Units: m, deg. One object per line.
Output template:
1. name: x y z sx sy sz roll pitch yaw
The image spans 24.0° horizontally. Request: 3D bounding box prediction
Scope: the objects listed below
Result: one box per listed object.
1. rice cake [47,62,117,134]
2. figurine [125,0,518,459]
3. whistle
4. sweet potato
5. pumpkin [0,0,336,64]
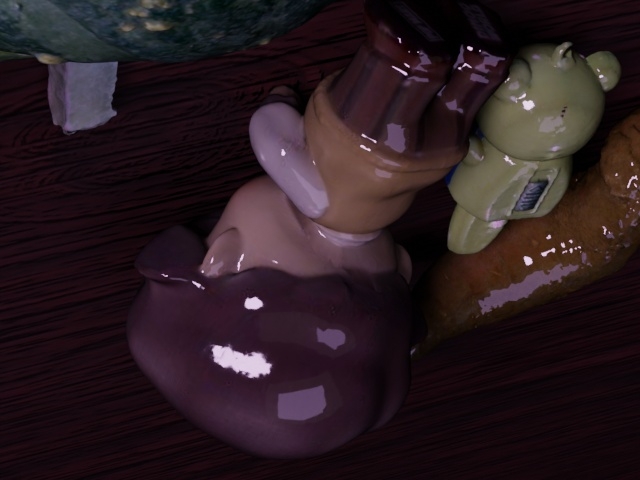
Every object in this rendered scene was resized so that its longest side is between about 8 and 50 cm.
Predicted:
1. rice cake: -0.136 -0.136 0.867 0.043 0.034 0.211 -18 151 -22
2. figurine: -0.013 -0.015 1.051 0.218 0.206 0.365 -19 133 -51
3. whistle: 0.143 -0.066 1.106 0.105 0.085 0.227 -7 146 -22
4. sweet potato: 0.185 0.003 1.234 0.310 0.098 0.124 -36 158 13
5. pumpkin: -0.053 -0.198 0.518 0.196 0.293 0.263 8 154 31
